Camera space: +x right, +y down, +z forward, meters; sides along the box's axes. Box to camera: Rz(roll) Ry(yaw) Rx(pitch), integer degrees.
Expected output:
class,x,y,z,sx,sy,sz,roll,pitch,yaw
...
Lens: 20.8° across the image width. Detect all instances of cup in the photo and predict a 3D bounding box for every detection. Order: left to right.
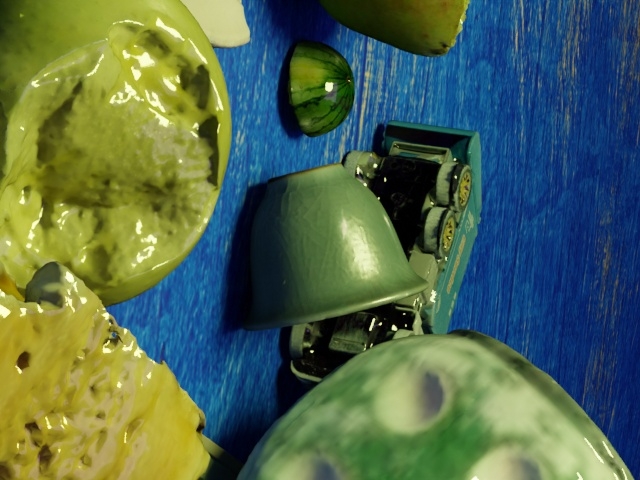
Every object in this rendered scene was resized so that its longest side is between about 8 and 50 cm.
class,x,y,z,sx,sy,sz,roll,pitch,yaw
cup,0.000,0.000,1.808,0.199,0.199,0.150,-15,93,-63

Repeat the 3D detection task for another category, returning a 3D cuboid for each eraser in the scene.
class,x,y,z,sx,sy,sz,roll,pitch,yaw
eraser,-0.127,-0.260,1.560,0.243,0.059,0.204,-34,128,-62

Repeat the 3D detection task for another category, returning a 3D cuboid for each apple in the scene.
class,x,y,z,sx,sy,sz,roll,pitch,yaw
apple,-0.200,-0.086,1.239,0.279,0.279,0.279,-31,124,-60

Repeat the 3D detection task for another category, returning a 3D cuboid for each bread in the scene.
class,x,y,z,sx,sy,sz,roll,pitch,yaw
bread,-0.301,0.186,1.097,0.394,0.250,0.361,-61,141,-18

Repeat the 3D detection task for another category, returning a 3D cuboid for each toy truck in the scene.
class,x,y,z,sx,sy,sz,roll,pitch,yaw
toy truck,0.087,0.029,2.010,0.175,0.146,0.367,64,41,-55

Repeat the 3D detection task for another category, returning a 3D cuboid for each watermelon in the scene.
class,x,y,z,sx,sy,sz,roll,pitch,yaw
watermelon,0.005,-0.163,1.870,0.105,0.062,0.105,-1,90,-69

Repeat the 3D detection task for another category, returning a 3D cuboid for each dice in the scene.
class,x,y,z,sx,sy,sz,roll,pitch,yaw
dice,0.126,0.316,1.786,0.348,0.328,0.330,-41,146,-11

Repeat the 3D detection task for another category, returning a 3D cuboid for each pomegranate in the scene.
class,x,y,z,sx,sy,sz,roll,pitch,yaw
pomegranate,0.077,-0.343,1.829,0.358,0.216,0.310,119,-13,-71

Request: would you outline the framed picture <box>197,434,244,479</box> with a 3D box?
class,x,y,z,sx,sy,sz,roll,pitch,yaw
framed picture,-0.134,0.348,1.775,0.209,0.019,0.281,45,56,-60
